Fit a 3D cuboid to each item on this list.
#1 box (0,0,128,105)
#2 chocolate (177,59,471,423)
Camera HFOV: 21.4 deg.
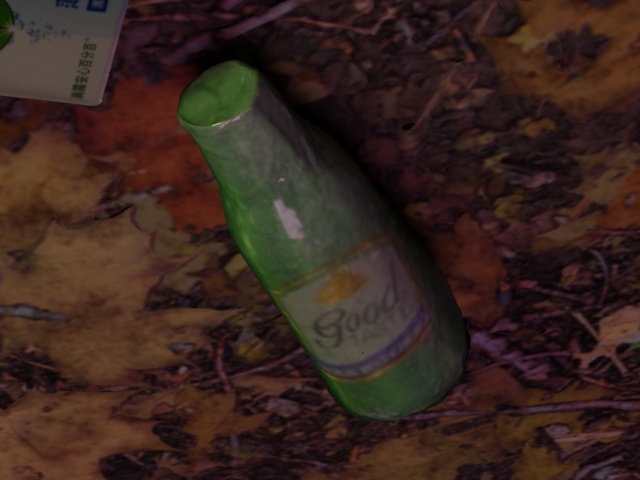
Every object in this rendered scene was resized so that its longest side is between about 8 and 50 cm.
[{"bbox_3d":[-0.158,-0.161,0.823,0.139,0.073,0.194,5,140,-16],"label":"box"},{"bbox_3d":[0.000,0.000,1.040,0.110,0.110,0.291,-19,138,14],"label":"chocolate"}]
